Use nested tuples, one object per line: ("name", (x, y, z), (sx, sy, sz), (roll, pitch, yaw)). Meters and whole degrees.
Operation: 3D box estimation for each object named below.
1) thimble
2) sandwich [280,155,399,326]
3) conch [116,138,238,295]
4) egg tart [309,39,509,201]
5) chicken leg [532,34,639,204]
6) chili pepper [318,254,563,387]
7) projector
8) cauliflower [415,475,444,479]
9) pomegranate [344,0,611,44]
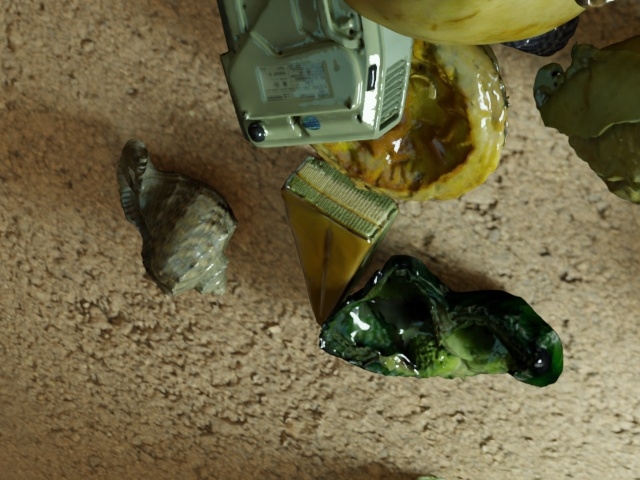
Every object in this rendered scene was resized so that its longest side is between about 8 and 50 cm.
("thimble", (0.186, -0.217, 1.478), (0.066, 0.104, 0.095), (9, 165, -21))
("sandwich", (0.000, 0.000, 1.805), (0.113, 0.079, 0.163), (34, 138, 8))
("conch", (-0.174, -0.015, 1.871), (0.207, 0.130, 0.155), (50, 124, 8))
("egg tart", (0.080, -0.148, 1.610), (0.241, 0.106, 0.241), (16, 132, 18))
("chicken leg", (0.357, -0.098, 1.354), (0.201, 0.152, 0.429), (59, 160, -18))
("chili pepper", (0.134, 0.091, 1.775), (0.264, 0.116, 0.148), (3, 165, 24))
("projector", (-0.011, -0.219, 1.490), (0.193, 0.088, 0.270), (-3, 111, 28))
("cauliflower", (0.080, 0.393, 1.969), (0.260, 0.327, 0.281), (-48, 48, 33))
("pomegranate", (0.128, -0.305, 1.285), (0.332, 0.332, 0.333), (18, 133, 21))
